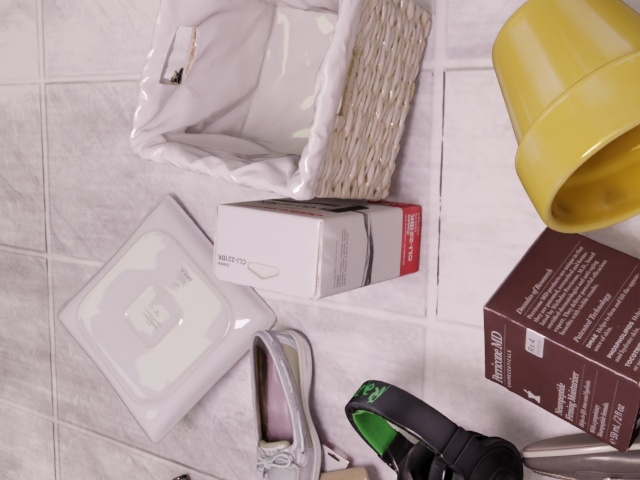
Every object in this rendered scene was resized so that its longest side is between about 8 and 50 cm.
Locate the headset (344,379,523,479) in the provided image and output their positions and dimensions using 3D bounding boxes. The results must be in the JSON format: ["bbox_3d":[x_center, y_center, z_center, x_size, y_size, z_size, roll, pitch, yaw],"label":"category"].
[{"bbox_3d":[0.185,0.366,1.129,0.394,0.185,0.243,40,158,-2],"label":"headset"}]

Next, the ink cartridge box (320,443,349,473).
[{"bbox_3d":[0.016,0.415,1.395,0.063,0.029,0.115,28,112,27],"label":"ink cartridge box"}]

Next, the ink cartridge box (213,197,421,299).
[{"bbox_3d":[0.000,0.000,1.197,0.197,0.273,0.114,9,102,35],"label":"ink cartridge box"}]

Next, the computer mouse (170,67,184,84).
[{"bbox_3d":[-0.221,-0.245,1.475,0.193,0.042,0.106,35,111,34],"label":"computer mouse"}]

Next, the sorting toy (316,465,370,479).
[{"bbox_3d":[0.070,0.498,1.335,0.307,0.041,0.229,-21,93,34],"label":"sorting toy"}]

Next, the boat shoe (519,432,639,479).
[{"bbox_3d":[0.422,0.296,1.026,0.335,0.112,0.095,-16,82,34],"label":"boat shoe"}]

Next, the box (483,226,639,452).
[{"bbox_3d":[0.334,0.119,0.995,0.203,0.167,0.168,26,149,31],"label":"box"}]

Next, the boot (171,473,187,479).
[{"bbox_3d":[-0.256,0.542,1.588,0.246,0.083,0.161,-38,68,32],"label":"boot"}]

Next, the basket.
[{"bbox_3d":[-0.056,-0.241,1.175,0.331,0.266,0.328,17,97,29],"label":"basket"}]

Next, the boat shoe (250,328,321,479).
[{"bbox_3d":[-0.073,0.313,1.369,0.118,0.103,0.320,-7,80,39],"label":"boat shoe"}]

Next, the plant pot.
[{"bbox_3d":[0.331,-0.175,0.959,0.254,0.254,0.239,-42,57,33],"label":"plant pot"}]

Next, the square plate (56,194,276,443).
[{"bbox_3d":[-0.311,0.144,1.505,0.344,0.049,0.347,-46,72,8],"label":"square plate"}]
